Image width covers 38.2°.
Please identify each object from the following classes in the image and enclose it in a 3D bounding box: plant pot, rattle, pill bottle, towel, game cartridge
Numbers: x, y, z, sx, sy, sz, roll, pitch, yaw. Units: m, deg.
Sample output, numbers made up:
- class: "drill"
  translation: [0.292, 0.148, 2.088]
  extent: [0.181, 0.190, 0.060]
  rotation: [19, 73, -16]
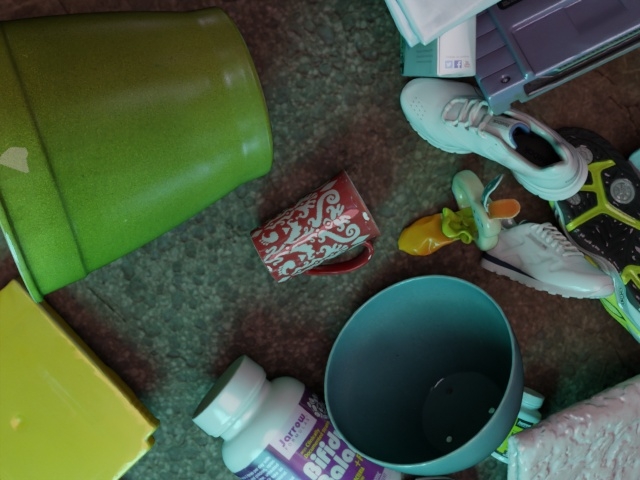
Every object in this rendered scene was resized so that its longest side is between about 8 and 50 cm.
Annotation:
- class: "plant pot"
  translation: [-0.261, -0.149, 1.216]
  extent: [0.353, 0.366, 0.366]
  rotation: [-19, 102, -13]
- class: "rattle"
  translation: [0.193, -0.034, 1.336]
  extent: [0.142, 0.200, 0.130]
  rotation: [-3, 97, -3]
- class: "pill bottle"
  translation: [-0.039, 0.313, 1.389]
  extent: [0.301, 0.169, 0.169]
  rotation: [40, 94, -7]
- class: "towel"
  translation: [0.428, 0.359, 1.414]
  extent: [0.332, 0.053, 0.317]
  rotation: [-19, 123, -22]
- class: "plant pot"
  translation: [0.179, 0.223, 1.371]
  extent: [0.290, 0.290, 0.195]
  rotation: [-42, 137, 3]
- class: "pill bottle"
  translation: [0.315, 0.295, 1.480]
  extent: [0.065, 0.065, 0.116]
  rotation: [19, 98, -9]
- class: "game cartridge"
  translation: [0.356, -0.339, 1.268]
  extent: [0.355, 0.230, 0.068]
  rotation: [-26, 147, 11]
- class: "game cartridge"
  translation: [-0.438, 0.264, 1.374]
  extent: [0.285, 0.053, 0.324]
  rotation: [-43, 92, 3]

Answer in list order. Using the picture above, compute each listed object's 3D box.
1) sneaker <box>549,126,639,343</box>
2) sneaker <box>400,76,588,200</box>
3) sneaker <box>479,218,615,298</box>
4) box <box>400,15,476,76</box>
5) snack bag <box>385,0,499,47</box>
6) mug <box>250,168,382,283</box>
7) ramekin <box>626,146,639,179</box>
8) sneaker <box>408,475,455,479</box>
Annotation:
- class: "sneaker"
  translation: [0.435, 0.010, 1.404]
  extent: [0.145, 0.147, 0.385]
  rotation: [-25, 82, -13]
- class: "sneaker"
  translation: [0.245, -0.165, 1.321]
  extent: [0.297, 0.129, 0.111]
  rotation: [27, 88, 19]
- class: "sneaker"
  translation: [0.330, 0.022, 1.353]
  extent: [0.090, 0.235, 0.095]
  rotation: [9, 99, -40]
- class: "box"
  translation: [0.154, -0.384, 1.252]
  extent: [0.058, 0.232, 0.322]
  rotation: [-2, 100, -7]
- class: "snack bag"
  translation: [0.170, -0.457, 1.103]
  extent: [0.323, 0.037, 0.342]
  rotation: [-30, 102, 0]
- class: "mug"
  translation: [-0.001, 0.000, 1.371]
  extent: [0.169, 0.113, 0.150]
  rotation: [-29, 100, 3]
- class: "ramekin"
  translation: [0.588, -0.057, 1.350]
  extent: [0.127, 0.273, 0.273]
  rotation: [-36, 102, -10]
- class: "sneaker"
  translation: [0.101, 0.493, 1.435]
  extent: [0.321, 0.180, 0.125]
  rotation: [-28, 102, 0]
